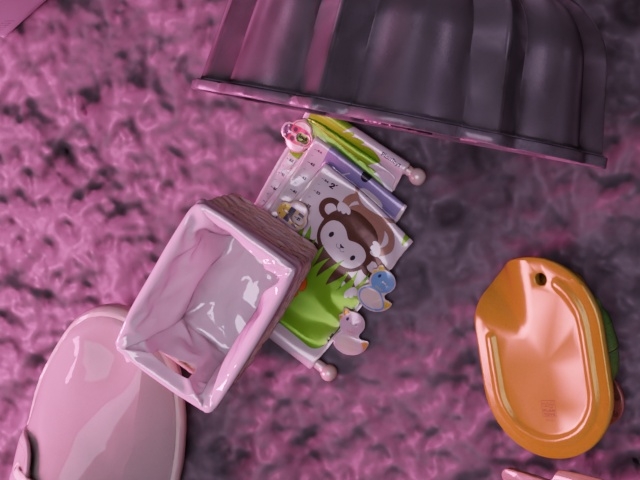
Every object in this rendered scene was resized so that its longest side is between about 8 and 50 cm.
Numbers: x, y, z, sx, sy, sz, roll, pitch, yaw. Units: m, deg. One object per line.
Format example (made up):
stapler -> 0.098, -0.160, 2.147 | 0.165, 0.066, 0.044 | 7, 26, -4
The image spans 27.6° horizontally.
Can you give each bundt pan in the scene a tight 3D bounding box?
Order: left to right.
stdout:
bundt pan -> 0.070, -0.145, 1.007 | 0.331, 0.331, 0.124 | 12, 95, 14

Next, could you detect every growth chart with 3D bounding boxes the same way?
growth chart -> 0.000, 0.000, 1.208 | 0.172, 0.021, 0.237 | 29, 109, 10

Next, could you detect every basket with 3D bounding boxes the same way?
basket -> -0.089, 0.050, 1.180 | 0.113, 0.103, 0.167 | 34, 110, 8

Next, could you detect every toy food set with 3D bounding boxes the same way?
toy food set -> 0.213, 0.116, 1.148 | 0.128, 0.071, 0.218 | -3, 98, 41

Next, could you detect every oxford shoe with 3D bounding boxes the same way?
oxford shoe -> -0.250, 0.278, 1.277 | 0.169, 0.130, 0.449 | 24, 104, 13

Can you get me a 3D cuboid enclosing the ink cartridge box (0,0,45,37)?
ink cartridge box -> -0.284, -0.296, 1.086 | 0.272, 0.309, 0.130 | -36, 88, 18
